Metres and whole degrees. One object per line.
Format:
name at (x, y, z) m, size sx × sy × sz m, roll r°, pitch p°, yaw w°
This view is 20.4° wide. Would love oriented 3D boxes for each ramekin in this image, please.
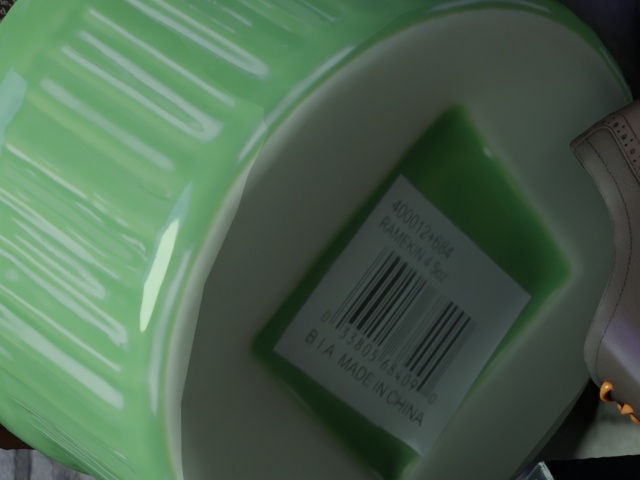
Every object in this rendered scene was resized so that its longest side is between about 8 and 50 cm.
ramekin at (0.000, 0.000, 0.772) m, size 0.148 × 0.303 × 0.303 m, roll 33°, pitch 116°, yaw 44°

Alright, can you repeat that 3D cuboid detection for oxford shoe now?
oxford shoe at (0.158, 0.066, 0.674) m, size 0.098 × 0.097 × 0.271 m, roll -16°, pitch 62°, yaw 18°

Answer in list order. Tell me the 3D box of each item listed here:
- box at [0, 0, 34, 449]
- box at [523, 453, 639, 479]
box at (-0.216, -0.064, 1.238) m, size 0.191 × 0.143 × 0.381 m, roll -57°, pitch 43°, yaw 38°
box at (0.105, 0.241, 0.768) m, size 0.261 × 0.103 × 0.184 m, roll -57°, pitch 48°, yaw 38°
